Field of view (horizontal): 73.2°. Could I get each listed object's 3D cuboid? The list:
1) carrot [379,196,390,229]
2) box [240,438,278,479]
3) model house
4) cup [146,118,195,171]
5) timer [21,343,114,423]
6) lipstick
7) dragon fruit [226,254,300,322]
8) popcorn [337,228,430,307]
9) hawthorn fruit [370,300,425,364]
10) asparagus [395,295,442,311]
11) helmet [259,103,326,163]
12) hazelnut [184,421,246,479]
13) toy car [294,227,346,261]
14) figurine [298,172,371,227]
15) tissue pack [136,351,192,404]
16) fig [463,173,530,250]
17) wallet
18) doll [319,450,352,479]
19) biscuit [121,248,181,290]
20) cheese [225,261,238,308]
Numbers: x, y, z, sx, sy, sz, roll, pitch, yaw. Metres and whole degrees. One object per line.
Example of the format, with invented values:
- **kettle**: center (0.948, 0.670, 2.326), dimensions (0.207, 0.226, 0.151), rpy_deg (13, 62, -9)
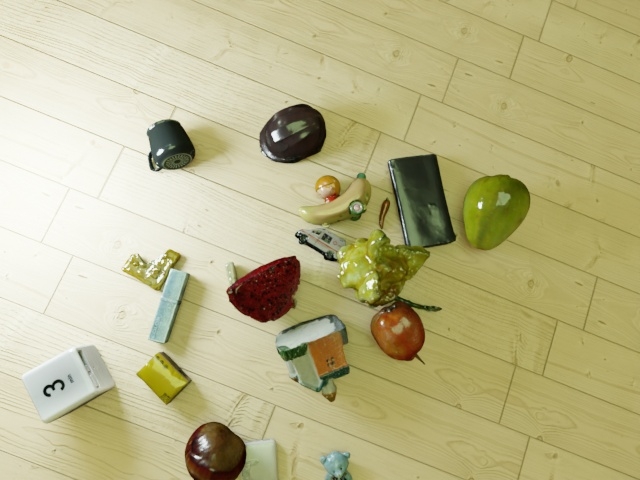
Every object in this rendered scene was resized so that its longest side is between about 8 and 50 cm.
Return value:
- **carrot**: center (0.274, -0.118, 1.862), dimensions (0.035, 0.035, 0.142), rpy_deg (15, 87, -2)
- **box**: center (-0.231, 0.912, 1.637), dimensions (0.142, 0.044, 0.285), rpy_deg (-3, 80, -8)
- **model house**: center (-0.009, 0.479, 1.684), dimensions (0.272, 0.190, 0.300), rpy_deg (-19, 98, -12)
- **cup**: center (-0.635, -0.379, 1.768), dimensions (0.223, 0.169, 0.176), rpy_deg (-29, 79, 22)
- **timer**: center (-0.907, 0.512, 1.565), dimensions (0.195, 0.194, 0.192), rpy_deg (-30, 84, -9)
- **lipstick**: center (-0.596, 0.258, 1.696), dimensions (0.078, 0.076, 0.289), rpy_deg (16, 79, -4)
- **dragon fruit**: center (-0.215, 0.208, 1.716), dimensions (0.317, 0.152, 0.205), rpy_deg (-27, 102, -22)
- **popcorn**: center (0.219, 0.085, 1.682), dimensions (0.321, 0.325, 0.290), rpy_deg (-40, 44, -22)
- **hawthorn fruit**: center (0.321, 0.380, 1.697), dimensions (0.211, 0.210, 0.262), rpy_deg (-30, 92, -9)
- **asparagus**: center (0.395, 0.266, 1.809), dimensions (0.236, 0.027, 0.034), rpy_deg (17, 90, -2)
- **helmet**: center (-0.114, -0.459, 1.812), dimensions (0.305, 0.177, 0.225), rpy_deg (-22, 85, -10)
- **hazelnut**: center (-0.393, 0.786, 1.572), dimensions (0.230, 0.229, 0.229), rpy_deg (1, 80, -5)
- **toy car**: center (0.000, 0.000, 1.787), dimensions (0.210, 0.089, 0.108), rpy_deg (31, 79, -1)
- **figurine**: center (0.059, -0.177, 1.807), dimensions (0.325, 0.124, 0.222), rpy_deg (-18, 83, -4)
- **tissue pack**: center (-0.597, 0.524, 1.648), dimensions (0.169, 0.082, 0.120), rpy_deg (45, 81, 3)
- **fig**: center (0.721, -0.116, 1.795), dimensions (0.258, 0.258, 0.326), rpy_deg (19, 92, -2)
- **wallet**: center (0.437, -0.170, 1.871), dimensions (0.228, 0.062, 0.406), rpy_deg (-9, 81, -6)
- **doll**: center (0.068, 0.901, 1.648), dimensions (0.120, 0.075, 0.179), rpy_deg (-10, 81, -3)
- **biscuit**: center (-0.683, 0.093, 1.735), dimensions (0.183, 0.039, 0.174), rpy_deg (26, 80, -1)
- **cheese**: center (-0.347, 0.181, 1.738), dimensions (0.043, 0.065, 0.194), rpy_deg (-12, 80, -14)
